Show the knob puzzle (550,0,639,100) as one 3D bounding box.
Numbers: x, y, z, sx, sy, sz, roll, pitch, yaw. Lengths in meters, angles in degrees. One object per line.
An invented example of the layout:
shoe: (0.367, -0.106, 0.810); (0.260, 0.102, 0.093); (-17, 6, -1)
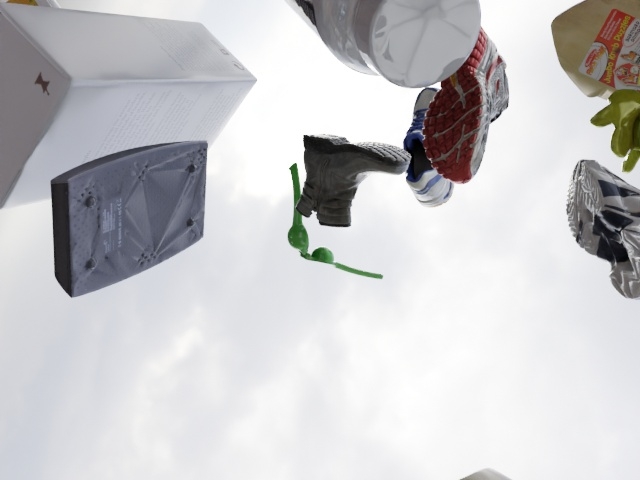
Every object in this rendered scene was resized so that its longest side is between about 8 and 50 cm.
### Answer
knob puzzle: (0.431, -0.286, 1.033); (0.030, 0.213, 0.213); (-54, -166, -30)

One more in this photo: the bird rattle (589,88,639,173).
bird rattle: (0.492, -0.154, 0.889); (0.253, 0.143, 0.207); (-33, -131, 27)

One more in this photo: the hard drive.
hard drive: (-0.249, -0.042, 0.942); (0.254, 0.054, 0.172); (-31, 133, -54)

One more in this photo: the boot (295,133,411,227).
boot: (0.055, -0.096, 1.251); (0.246, 0.083, 0.161); (18, -69, 44)

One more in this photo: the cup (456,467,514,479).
cup: (0.217, 0.446, 0.930); (0.331, 0.331, 0.237); (-50, -122, 34)

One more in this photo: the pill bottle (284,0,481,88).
pill bottle: (0.058, -0.307, 0.854); (0.176, 0.176, 0.318); (-56, -144, 22)

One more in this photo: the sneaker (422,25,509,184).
sneaker: (0.188, -0.161, 0.848); (0.088, 0.093, 0.225); (-21, -135, 48)

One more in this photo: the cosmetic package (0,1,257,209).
cosmetic package: (-0.319, -0.213, 1.099); (0.230, 0.161, 0.453); (-49, 170, 26)

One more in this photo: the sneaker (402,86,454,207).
sneaker: (0.238, -0.225, 1.547); (0.112, 0.131, 0.296); (-12, -117, 28)

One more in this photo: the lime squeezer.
lime squeezer: (0.000, 0.000, 1.405); (0.059, 0.310, 0.110); (-6, -141, 54)

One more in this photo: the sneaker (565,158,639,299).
sneaker: (0.396, -0.018, 0.836); (0.235, 0.153, 0.094); (-100, -166, -60)

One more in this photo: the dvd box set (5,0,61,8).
dvd box set: (-0.661, -0.292, 1.496); (0.420, 0.307, 0.062); (-31, -165, 7)
